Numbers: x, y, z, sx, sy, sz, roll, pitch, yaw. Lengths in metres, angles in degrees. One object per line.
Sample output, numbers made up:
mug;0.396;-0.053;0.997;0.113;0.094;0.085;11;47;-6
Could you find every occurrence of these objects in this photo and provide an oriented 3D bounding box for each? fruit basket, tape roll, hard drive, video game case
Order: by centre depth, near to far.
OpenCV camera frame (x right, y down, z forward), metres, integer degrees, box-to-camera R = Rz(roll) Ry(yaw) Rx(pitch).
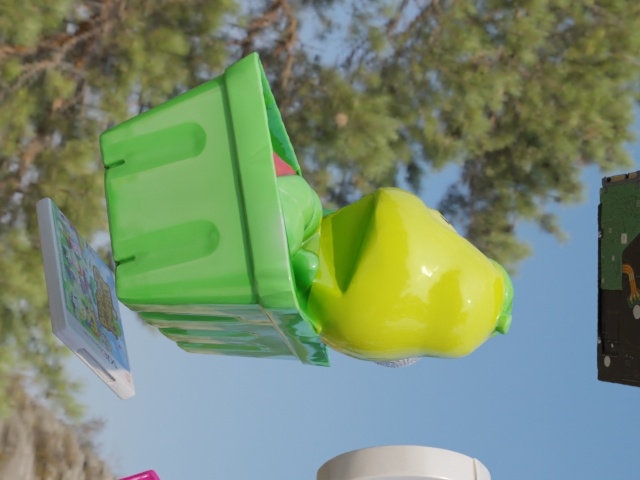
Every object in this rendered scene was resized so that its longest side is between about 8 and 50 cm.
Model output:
fruit basket;0.000;0.000;1.099;0.392;0.392;0.282;141;-56;-60
video game case;-0.304;0.077;1.412;0.193;0.023;0.212;62;7;-52
hard drive;0.517;0.060;1.689;0.237;0.064;0.338;171;-80;-72
tape roll;0.182;0.553;2.391;0.392;0.392;0.072;128;-30;-51

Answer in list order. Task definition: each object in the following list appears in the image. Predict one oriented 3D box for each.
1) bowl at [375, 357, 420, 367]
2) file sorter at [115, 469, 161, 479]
bowl;0.154;0.191;2.268;0.080;0.170;0.170;-63;168;-83
file sorter;-0.275;0.417;1.176;0.202;0.291;0.182;42;-49;42
